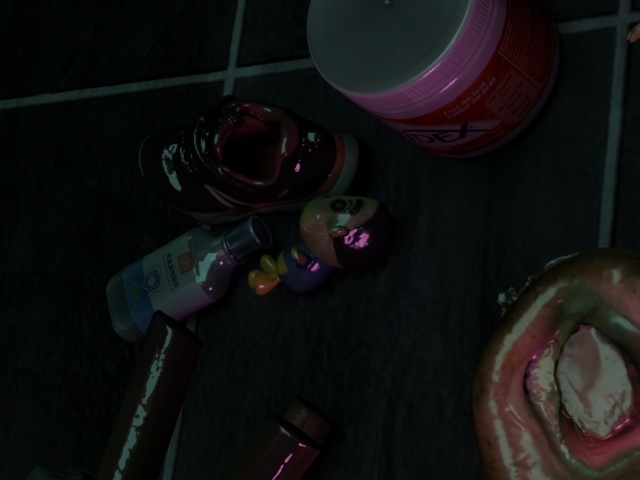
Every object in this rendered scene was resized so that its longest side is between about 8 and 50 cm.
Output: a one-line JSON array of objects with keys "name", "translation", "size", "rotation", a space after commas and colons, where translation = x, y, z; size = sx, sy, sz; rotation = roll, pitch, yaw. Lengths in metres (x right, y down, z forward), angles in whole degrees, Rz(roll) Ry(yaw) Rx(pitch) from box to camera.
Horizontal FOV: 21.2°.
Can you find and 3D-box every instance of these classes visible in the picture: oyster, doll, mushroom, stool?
[{"name": "oyster", "translation": [0.231, 0.060, 1.645], "size": [0.132, 0.029, 0.086], "rotation": [-19, 68, 25]}, {"name": "doll", "translation": [0.000, 0.000, 1.802], "size": [0.179, 0.102, 0.089], "rotation": [-24, 103, 22]}, {"name": "mushroom", "translation": [0.260, 0.146, 1.519], "size": [0.278, 0.146, 0.278], "rotation": [-6, 77, 27]}, {"name": "stool", "translation": [-0.071, 0.260, 1.597], "size": [0.226, 0.310, 0.310], "rotation": [-54, 42, 1]}]

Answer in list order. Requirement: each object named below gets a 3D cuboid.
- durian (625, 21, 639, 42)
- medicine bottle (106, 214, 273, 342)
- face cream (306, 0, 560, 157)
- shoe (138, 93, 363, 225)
[{"name": "durian", "translation": [0.413, -0.207, 1.549], "size": [0.252, 0.139, 0.144], "rotation": [-16, 68, 30]}, {"name": "medicine bottle", "translation": [-0.147, 0.037, 1.907], "size": [0.208, 0.053, 0.090], "rotation": [-30, 58, 24]}, {"name": "face cream", "translation": [0.117, -0.203, 1.725], "size": [0.201, 0.187, 0.201], "rotation": [-13, 65, 31]}, {"name": "shoe", "translation": [-0.099, -0.089, 1.869], "size": [0.291, 0.137, 0.114], "rotation": [-1, 71, 36]}]
